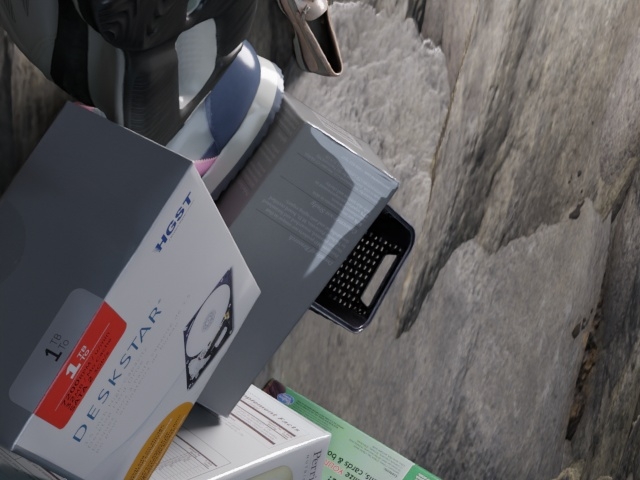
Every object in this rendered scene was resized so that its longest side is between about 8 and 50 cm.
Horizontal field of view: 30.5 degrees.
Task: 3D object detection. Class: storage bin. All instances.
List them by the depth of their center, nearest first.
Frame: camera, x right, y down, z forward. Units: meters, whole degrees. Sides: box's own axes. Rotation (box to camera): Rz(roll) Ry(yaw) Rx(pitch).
[{"bbox_3d":[0.000,0.000,1.113,0.122,0.084,0.180,-60,145,-5],"label":"storage bin"}]

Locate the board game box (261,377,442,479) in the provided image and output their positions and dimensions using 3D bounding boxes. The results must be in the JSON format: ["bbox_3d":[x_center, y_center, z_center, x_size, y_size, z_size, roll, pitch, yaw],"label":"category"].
[{"bbox_3d":[0.010,0.288,1.106,0.213,0.317,0.046,-51,144,-18],"label":"board game box"}]

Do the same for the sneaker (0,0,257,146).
[{"bbox_3d":[-0.156,-0.214,0.569,0.169,0.257,0.447,-54,176,-21],"label":"sneaker"}]

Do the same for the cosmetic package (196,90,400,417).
[{"bbox_3d":[-0.055,0.008,0.943,0.107,0.127,0.238,30,102,-21],"label":"cosmetic package"}]

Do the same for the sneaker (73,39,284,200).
[{"bbox_3d":[-0.161,-0.034,0.883,0.131,0.112,0.319,37,78,-39],"label":"sneaker"}]

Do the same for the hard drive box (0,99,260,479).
[{"bbox_3d":[-0.135,0.052,0.719,0.181,0.089,0.232,-60,164,-14],"label":"hard drive box"}]

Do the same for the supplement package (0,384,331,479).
[{"bbox_3d":[-0.164,0.226,0.942,0.263,0.198,0.199,-12,121,-49],"label":"supplement package"}]

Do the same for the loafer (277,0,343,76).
[{"bbox_3d":[-0.005,-0.195,1.017,0.045,0.039,0.125,-45,141,-25],"label":"loafer"}]
